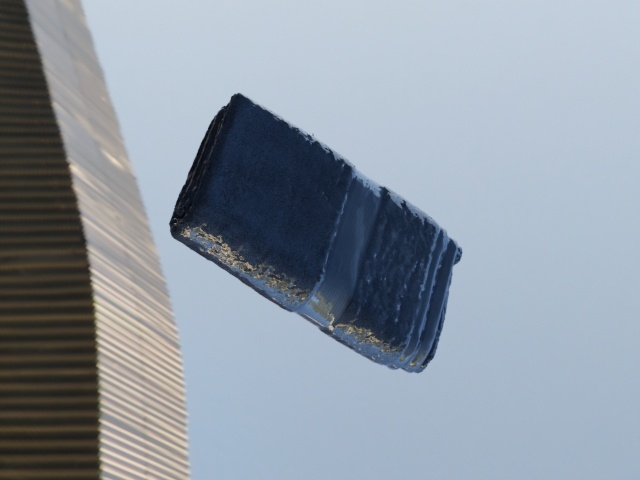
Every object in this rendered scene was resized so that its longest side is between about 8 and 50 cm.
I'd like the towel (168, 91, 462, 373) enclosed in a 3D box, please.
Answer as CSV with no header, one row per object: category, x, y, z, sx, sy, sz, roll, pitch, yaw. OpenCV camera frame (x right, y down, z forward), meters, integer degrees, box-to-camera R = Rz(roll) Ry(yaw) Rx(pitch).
towel,0.000,0.000,0.421,0.029,0.119,0.067,-23,-139,51
